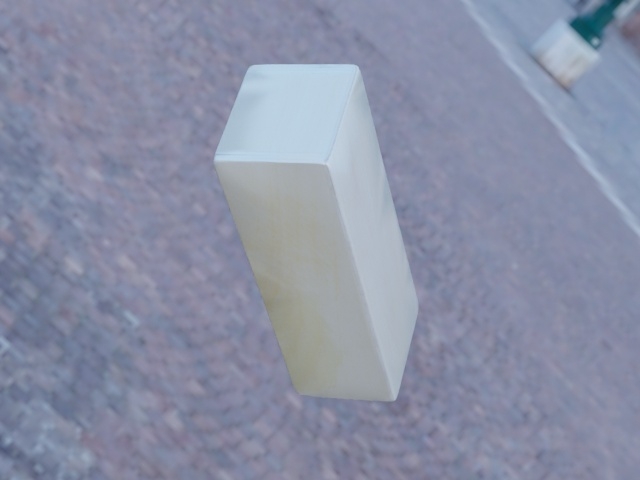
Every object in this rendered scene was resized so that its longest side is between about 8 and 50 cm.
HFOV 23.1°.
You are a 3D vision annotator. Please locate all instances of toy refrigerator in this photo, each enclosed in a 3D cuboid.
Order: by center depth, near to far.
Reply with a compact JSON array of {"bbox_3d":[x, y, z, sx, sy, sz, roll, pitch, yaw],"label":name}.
[{"bbox_3d":[0.000,0.000,1.184,0.269,0.094,0.102,73,26,-46],"label":"toy refrigerator"}]
